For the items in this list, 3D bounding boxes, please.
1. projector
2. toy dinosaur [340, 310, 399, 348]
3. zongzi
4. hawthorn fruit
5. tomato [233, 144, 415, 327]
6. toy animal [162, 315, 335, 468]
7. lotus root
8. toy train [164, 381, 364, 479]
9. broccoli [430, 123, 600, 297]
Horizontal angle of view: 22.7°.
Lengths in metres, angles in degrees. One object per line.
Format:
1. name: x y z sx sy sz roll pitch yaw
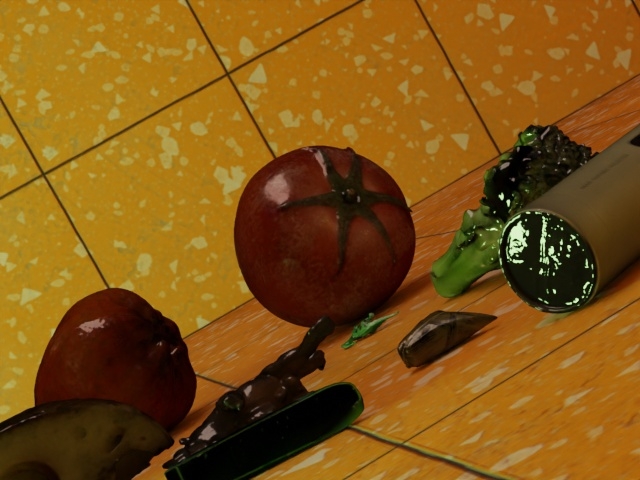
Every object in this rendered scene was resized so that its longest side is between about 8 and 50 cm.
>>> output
1. projector: 0.301 -0.041 1.556 0.108 0.108 0.337 -26 4 44
2. toy dinosaur: 0.059 0.114 2.045 0.062 0.021 0.083 -41 6 -40
3. zongzi: 0.127 0.099 1.600 0.083 0.040 0.076 -3 28 41
4. hawthorn fruit: -0.301 0.205 2.213 0.261 0.224 0.224 -45 -2 18
5. tomato: 0.000 0.000 2.280 0.265 0.265 0.265 -29 3 2
6. toy animal: -0.064 0.166 1.649 0.232 0.084 0.148 -39 12 -34
7. lotus root: -0.312 0.262 1.612 0.314 0.142 0.210 -37 -1 -33
8. toy train: -0.049 0.192 1.534 0.209 0.044 0.042 -28 2 11
9. broccoli: 0.218 -0.012 1.863 0.165 0.145 0.304 -44 1 -37
